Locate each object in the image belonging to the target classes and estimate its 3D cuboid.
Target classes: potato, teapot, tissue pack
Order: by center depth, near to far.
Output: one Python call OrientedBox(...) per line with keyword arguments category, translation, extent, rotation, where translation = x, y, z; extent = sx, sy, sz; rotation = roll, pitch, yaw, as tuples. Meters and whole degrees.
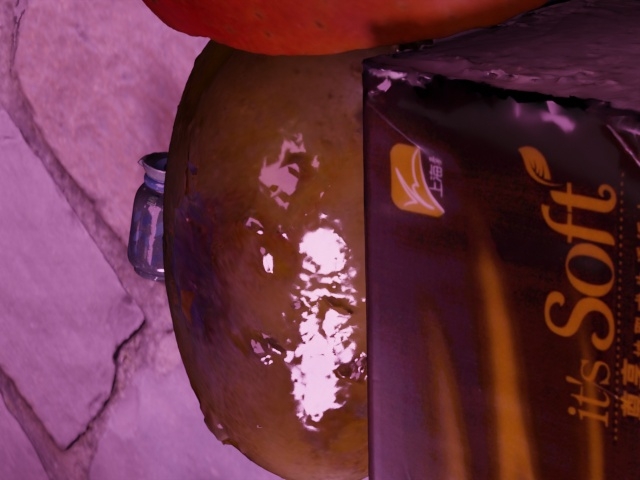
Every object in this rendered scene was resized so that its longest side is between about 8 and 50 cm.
OrientedBox(category="tissue pack", translation=(0.149, 0.085, 0.808), extent=(0.198, 0.210, 0.370), rotation=(12, 113, 34))
OrientedBox(category="potato", translation=(0.000, 0.000, 0.964), extent=(0.210, 0.173, 0.307), rotation=(36, 131, 47))
OrientedBox(category="teapot", translation=(-0.098, -0.013, 1.155), extent=(0.063, 0.049, 0.083), rotation=(27, 118, 39))

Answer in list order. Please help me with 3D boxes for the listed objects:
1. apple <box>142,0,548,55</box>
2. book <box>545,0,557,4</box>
OrientedBox(category="apple", translation=(0.030, -0.257, 0.795), extent=(0.365, 0.295, 0.329), rotation=(28, 125, 46))
OrientedBox(category="book", translation=(0.189, -0.074, 0.873), extent=(0.322, 0.018, 0.228), rotation=(-17, 88, 46))
